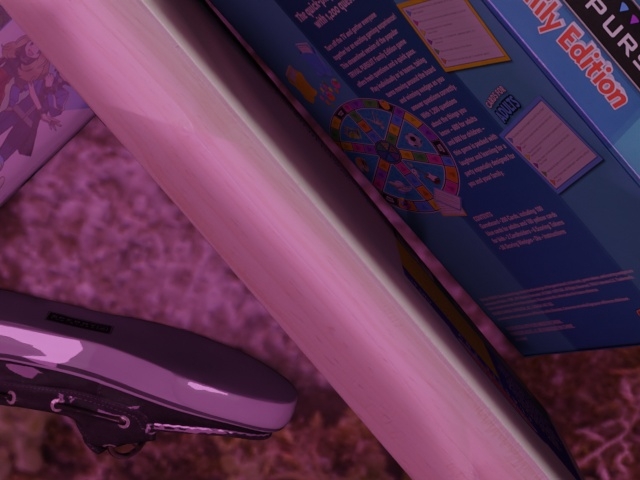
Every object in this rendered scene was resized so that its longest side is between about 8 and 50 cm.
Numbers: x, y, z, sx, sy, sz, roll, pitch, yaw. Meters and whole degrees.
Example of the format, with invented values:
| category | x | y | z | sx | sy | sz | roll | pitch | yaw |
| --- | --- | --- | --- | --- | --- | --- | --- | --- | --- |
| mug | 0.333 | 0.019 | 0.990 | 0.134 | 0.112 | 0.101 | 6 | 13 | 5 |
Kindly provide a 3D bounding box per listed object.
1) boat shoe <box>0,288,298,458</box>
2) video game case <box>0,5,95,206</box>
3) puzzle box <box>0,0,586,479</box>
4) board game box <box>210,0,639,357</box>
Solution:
| category | x | y | z | sx | sy | sz | roll | pitch | yaw |
| --- | --- | --- | --- | --- | --- | --- | --- | --- | --- |
| boat shoe | -0.130 | 0.091 | 0.907 | 0.228 | 0.080 | 0.076 | 14 | 106 | -2 |
| video game case | -0.325 | -0.119 | 0.890 | 0.300 | 0.036 | 0.329 | -43 | 97 | 7 |
| puzzle box | 0.000 | 0.000 | 0.792 | 0.052 | 0.272 | 0.409 | -39 | 97 | 6 |
| board game box | 0.077 | -0.091 | 0.783 | 0.079 | 0.254 | 0.336 | -44 | 98 | -18 |
